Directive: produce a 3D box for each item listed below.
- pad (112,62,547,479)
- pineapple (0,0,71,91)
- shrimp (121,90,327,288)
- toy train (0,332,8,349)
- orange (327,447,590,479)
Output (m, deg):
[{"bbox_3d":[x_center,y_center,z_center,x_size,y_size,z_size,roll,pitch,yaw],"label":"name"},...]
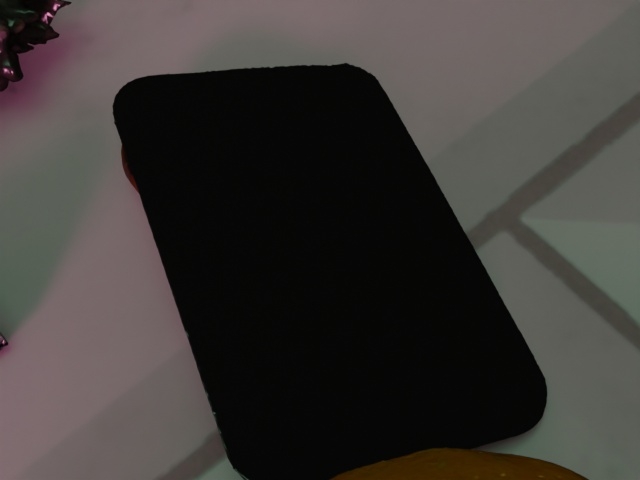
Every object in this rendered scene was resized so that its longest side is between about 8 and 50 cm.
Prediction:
[{"bbox_3d":[0.000,0.000,0.492,0.181,0.004,0.267,-9,57,-24],"label":"pad"},{"bbox_3d":[-0.307,-0.076,0.502,0.202,0.202,0.362,35,62,22],"label":"pineapple"},{"bbox_3d":[-0.035,-0.039,0.541,0.178,0.034,0.124,37,63,25],"label":"shrimp"},{"bbox_3d":[-0.286,0.112,0.469,0.252,0.048,0.055,-41,62,-16],"label":"toy train"},{"bbox_3d":[0.043,0.170,0.340,0.237,0.158,0.179,-13,44,0],"label":"orange"}]
